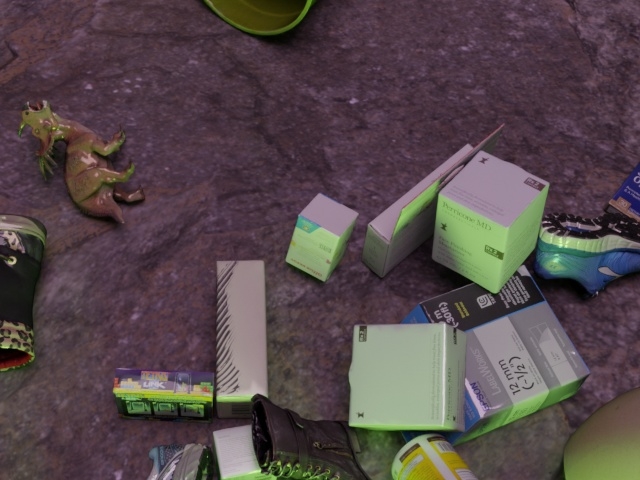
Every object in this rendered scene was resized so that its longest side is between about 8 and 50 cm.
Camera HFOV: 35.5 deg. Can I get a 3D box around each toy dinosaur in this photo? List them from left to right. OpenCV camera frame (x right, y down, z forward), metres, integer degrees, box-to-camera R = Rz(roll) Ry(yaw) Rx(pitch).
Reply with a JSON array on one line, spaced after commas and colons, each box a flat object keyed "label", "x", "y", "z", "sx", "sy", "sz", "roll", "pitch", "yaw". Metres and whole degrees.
[{"label": "toy dinosaur", "x": -0.471, "y": -0.139, "z": 1.990, "sx": 0.200, "sy": 0.127, "sz": 0.296, "roll": -18, "pitch": 75, "yaw": -8}]

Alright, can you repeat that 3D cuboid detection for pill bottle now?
[{"label": "pill bottle", "x": 0.218, "y": 0.437, "z": 1.689, "sx": 0.117, "sy": 0.117, "sz": 0.215, "roll": -21, "pitch": 43, "yaw": -17}]

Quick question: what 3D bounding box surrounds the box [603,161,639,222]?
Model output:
[{"label": "box", "x": 0.723, "y": -0.107, "z": 2.145, "sx": 0.136, "sy": 0.036, "sz": 0.225, "roll": 36, "pitch": 61, "yaw": 14}]

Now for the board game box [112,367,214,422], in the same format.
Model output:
[{"label": "board game box", "x": -0.271, "y": 0.273, "z": 1.753, "sx": 0.170, "sy": 0.141, "sz": 0.048, "roll": 4, "pitch": 60, "yaw": -5}]

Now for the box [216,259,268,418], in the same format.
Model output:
[{"label": "box", "x": -0.146, "y": 0.180, "z": 1.840, "sx": 0.094, "sy": 0.113, "sz": 0.275, "roll": -1, "pitch": 59, "yaw": -5}]

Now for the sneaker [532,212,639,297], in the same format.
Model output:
[{"label": "sneaker", "x": 0.559, "y": 0.032, "z": 2.005, "sx": 0.329, "sy": 0.147, "sz": 0.130, "roll": 4, "pitch": 32, "yaw": -23}]

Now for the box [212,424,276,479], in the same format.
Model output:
[{"label": "box", "x": -0.131, "y": 0.377, "z": 1.730, "sx": 0.101, "sy": 0.101, "sz": 0.087, "roll": -8, "pitch": 60, "yaw": -10}]

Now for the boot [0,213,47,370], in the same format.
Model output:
[{"label": "boot", "x": -0.690, "y": 0.099, "z": 1.818, "sx": 0.377, "sy": 0.138, "sz": 0.284, "roll": -2, "pitch": 60, "yaw": -13}]

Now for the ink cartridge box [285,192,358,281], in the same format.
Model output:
[{"label": "ink cartridge box", "x": 0.000, "y": 0.000, "z": 1.950, "sx": 0.092, "sy": 0.143, "sz": 0.090, "roll": 29, "pitch": 43, "yaw": 11}]

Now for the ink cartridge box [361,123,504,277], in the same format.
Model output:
[{"label": "ink cartridge box", "x": 0.215, "y": -0.091, "z": 1.948, "sx": 0.296, "sy": 0.261, "sz": 0.066, "roll": -39, "pitch": 69, "yaw": -25}]

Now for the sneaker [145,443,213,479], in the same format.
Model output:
[{"label": "sneaker", "x": -0.271, "y": 0.474, "z": 1.675, "sx": 0.122, "sy": 0.110, "sz": 0.283, "roll": 5, "pitch": 55, "yaw": 17}]

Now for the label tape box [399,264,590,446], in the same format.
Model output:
[{"label": "label tape box", "x": 0.282, "y": 0.221, "z": 1.861, "sx": 0.347, "sy": 0.115, "sz": 0.249, "roll": -18, "pitch": 63, "yaw": -18}]

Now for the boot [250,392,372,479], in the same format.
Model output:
[{"label": "boot", "x": -0.016, "y": 0.390, "z": 1.674, "sx": 0.229, "sy": 0.091, "sz": 0.263, "roll": 21, "pitch": 37, "yaw": -44}]

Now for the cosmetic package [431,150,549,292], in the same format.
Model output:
[{"label": "cosmetic package", "x": 0.314, "y": -0.035, "z": 1.866, "sx": 0.151, "sy": 0.184, "sz": 0.151, "roll": 29, "pitch": 54, "yaw": 25}]

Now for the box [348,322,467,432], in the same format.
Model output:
[{"label": "box", "x": 0.155, "y": 0.243, "z": 1.765, "sx": 0.181, "sy": 0.119, "sz": 0.181, "roll": -4, "pitch": 75, "yaw": 27}]

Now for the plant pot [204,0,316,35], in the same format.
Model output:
[{"label": "plant pot", "x": -0.073, "y": -0.706, "z": 2.257, "sx": 0.366, "sy": 0.367, "sz": 0.353, "roll": 33, "pitch": 50, "yaw": 13}]

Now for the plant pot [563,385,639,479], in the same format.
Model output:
[{"label": "plant pot", "x": 0.531, "y": 0.397, "z": 1.722, "sx": 0.190, "sy": 0.284, "sz": 0.284, "roll": -16, "pitch": 56, "yaw": 26}]
